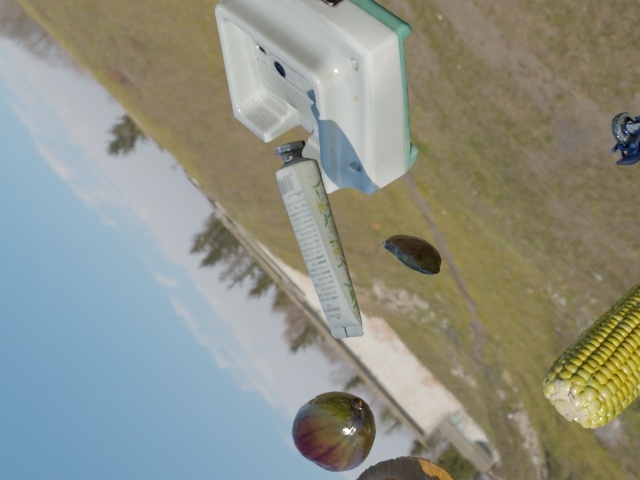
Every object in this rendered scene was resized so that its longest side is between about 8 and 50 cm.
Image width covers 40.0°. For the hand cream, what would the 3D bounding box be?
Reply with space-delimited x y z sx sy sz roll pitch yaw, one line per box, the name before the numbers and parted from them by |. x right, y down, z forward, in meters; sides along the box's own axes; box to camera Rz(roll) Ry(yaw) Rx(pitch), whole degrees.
hand cream | 0.000 0.000 0.844 0.067 0.042 0.195 -17 91 59

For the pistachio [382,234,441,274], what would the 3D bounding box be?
pistachio | 0.186 0.018 1.718 0.089 0.049 0.173 11 -163 -29

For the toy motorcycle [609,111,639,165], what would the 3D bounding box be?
toy motorcycle | 0.633 -0.186 1.689 0.205 0.114 0.076 1 171 -33

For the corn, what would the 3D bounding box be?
corn | 0.320 0.095 0.880 0.081 0.248 0.081 41 151 28

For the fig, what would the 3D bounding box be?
fig | 0.045 0.363 1.749 0.170 0.146 0.274 33 147 1

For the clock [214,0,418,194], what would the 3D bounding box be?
clock | -0.020 -0.193 0.987 0.262 0.116 0.231 40 160 28

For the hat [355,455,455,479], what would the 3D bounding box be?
hat | 0.031 0.392 1.063 0.233 0.244 0.233 6 -133 -44
